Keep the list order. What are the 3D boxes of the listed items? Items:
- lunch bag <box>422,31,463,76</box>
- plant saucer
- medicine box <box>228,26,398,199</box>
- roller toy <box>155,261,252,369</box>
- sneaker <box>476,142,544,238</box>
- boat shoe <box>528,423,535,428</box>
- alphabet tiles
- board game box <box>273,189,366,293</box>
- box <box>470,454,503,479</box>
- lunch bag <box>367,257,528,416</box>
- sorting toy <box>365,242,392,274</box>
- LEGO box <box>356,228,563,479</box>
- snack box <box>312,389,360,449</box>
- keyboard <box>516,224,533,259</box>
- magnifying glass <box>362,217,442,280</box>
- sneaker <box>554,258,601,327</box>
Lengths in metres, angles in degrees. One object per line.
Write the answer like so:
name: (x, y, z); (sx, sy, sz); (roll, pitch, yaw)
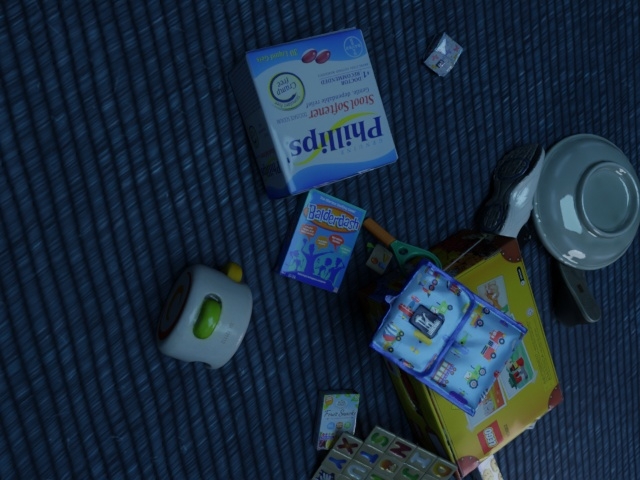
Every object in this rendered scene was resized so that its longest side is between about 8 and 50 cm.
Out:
lunch bag: (0.299, -0.455, 1.348); (0.071, 0.053, 0.083); (30, 93, -24)
plant saucer: (0.791, -0.113, 1.564); (0.401, 0.100, 0.400); (0, 90, -18)
medicine box: (-0.014, -0.262, 1.158); (0.264, 0.149, 0.289); (-21, 97, -21)
roller toy: (-0.230, 0.154, 1.113); (0.146, 0.209, 0.191); (26, 121, -25)
sneaker: (0.527, -0.122, 1.486); (0.129, 0.111, 0.297); (28, 89, -39)
boat shoe: (0.552, 0.525, 1.587); (0.226, 0.083, 0.075); (6, 94, -26)
alphabet tiles: (0.165, 0.606, 1.355); (0.343, 0.011, 0.285); (28, 110, -5)
board game box: (0.000, 0.000, 1.275); (0.160, 0.047, 0.210); (20, 87, -26)
box: (0.469, 0.656, 1.578); (0.067, 0.063, 0.324); (-31, 109, -19)
lunch bag: (0.250, 0.194, 1.180); (0.293, 0.138, 0.221); (36, 84, -12)
sorting toy: (0.139, 0.041, 1.365); (0.083, 0.012, 0.062); (34, 83, -25)
LEGO box: (0.367, 0.278, 1.404); (0.373, 0.193, 0.500); (-28, 108, -18)
snack box: (0.038, 0.445, 1.362); (0.100, 0.037, 0.141); (6, 95, -27)
keyboard: (0.526, 0.030, 1.540); (0.180, 0.023, 0.108); (-43, 106, -13)
magnifying glass: (0.186, 0.022, 1.284); (0.092, 0.231, 0.026); (-33, 147, -23)
sneaker: (0.723, 0.149, 1.624); (0.083, 0.118, 0.222); (-9, 72, -26)
